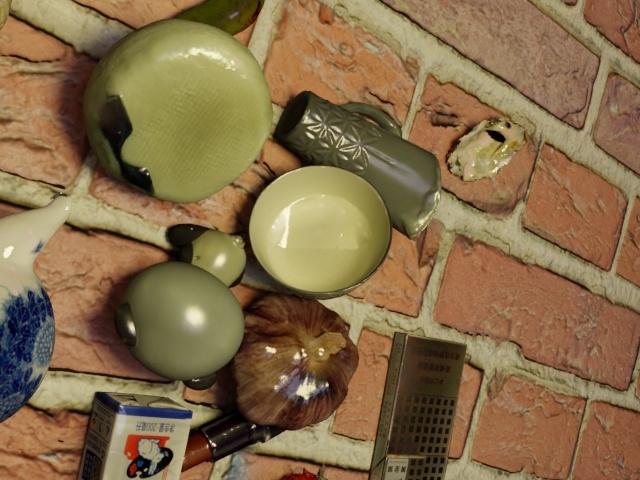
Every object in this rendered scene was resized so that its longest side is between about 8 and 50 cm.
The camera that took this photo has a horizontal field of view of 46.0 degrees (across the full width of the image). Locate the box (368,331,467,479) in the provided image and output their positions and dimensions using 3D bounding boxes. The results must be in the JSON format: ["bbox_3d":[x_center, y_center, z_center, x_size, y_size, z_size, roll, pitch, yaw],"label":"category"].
[{"bbox_3d":[0.201,0.359,1.544,0.180,0.047,0.325,14,84,-35],"label":"box"}]

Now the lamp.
[{"bbox_3d":[-0.202,0.097,1.165,0.198,0.197,0.244,45,46,-29],"label":"lamp"}]

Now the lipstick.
[{"bbox_3d":[-0.119,0.313,1.287,0.299,0.081,0.081,-20,104,-35],"label":"lipstick"}]

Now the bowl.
[{"bbox_3d":[0.000,0.000,1.282,0.237,0.126,0.238,0,68,0],"label":"bowl"}]

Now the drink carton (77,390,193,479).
[{"bbox_3d":[-0.301,0.397,1.148,0.130,0.106,0.315,14,86,-34],"label":"drink carton"}]

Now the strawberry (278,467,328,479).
[{"bbox_3d":[-0.059,0.520,1.337,0.228,0.098,0.174,-47,117,-20],"label":"strawberry"}]

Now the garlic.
[{"bbox_3d":[-0.044,0.192,1.249,0.245,0.160,0.245,11,62,-21],"label":"garlic"}]

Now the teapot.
[{"bbox_3d":[-0.452,0.119,0.954,0.252,0.280,0.424,32,92,9],"label":"teapot"}]

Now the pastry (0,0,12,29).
[{"bbox_3d":[-0.479,-0.337,0.983,0.166,0.088,0.166,-4,97,-37],"label":"pastry"}]

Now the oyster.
[{"bbox_3d":[0.351,-0.207,1.611,0.209,0.072,0.133,-39,122,-6],"label":"oyster"}]

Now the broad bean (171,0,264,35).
[{"bbox_3d":[-0.174,-0.352,1.217,0.339,0.061,0.077,-43,111,-27],"label":"broad bean"}]

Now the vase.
[{"bbox_3d":[0.070,-0.162,1.368,0.301,0.156,0.251,28,49,-28],"label":"vase"}]

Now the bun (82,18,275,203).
[{"bbox_3d":[-0.215,-0.205,1.125,0.283,0.179,0.283,-13,132,-15],"label":"bun"}]
